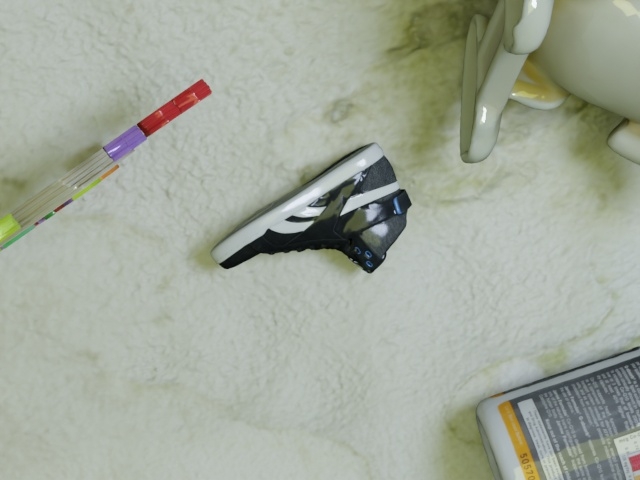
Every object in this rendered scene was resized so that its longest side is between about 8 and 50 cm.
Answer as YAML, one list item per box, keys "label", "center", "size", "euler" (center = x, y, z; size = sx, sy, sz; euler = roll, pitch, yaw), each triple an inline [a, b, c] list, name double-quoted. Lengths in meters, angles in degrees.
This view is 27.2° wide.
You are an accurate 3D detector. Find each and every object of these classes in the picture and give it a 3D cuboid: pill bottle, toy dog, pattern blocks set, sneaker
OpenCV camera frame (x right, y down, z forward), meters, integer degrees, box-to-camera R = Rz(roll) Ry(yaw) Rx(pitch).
- label: "pill bottle"
  center: [0.320, 0.206, 1.429]
  size: [0.278, 0.162, 0.162]
  euler: [-18, 100, 1]
- label: "toy dog"
  center: [0.366, -0.226, 1.329]
  size: [0.408, 0.284, 0.395]
  euler: [9, 54, -4]
- label: "pattern blocks set"
  center: [-0.270, -0.038, 1.308]
  size: [0.325, 0.285, 0.026]
  euler: [-28, 101, 37]
- label: "sneaker"
  center: [0.000, 0.000, 1.421]
  size: [0.217, 0.079, 0.121]
  euler: [-32, 98, 1]
